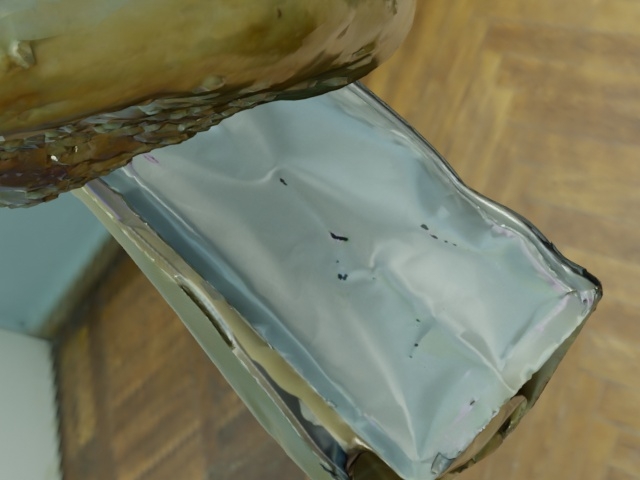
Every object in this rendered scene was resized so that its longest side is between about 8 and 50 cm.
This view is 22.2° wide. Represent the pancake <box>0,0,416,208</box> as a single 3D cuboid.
[{"bbox_3d":[-0.150,-0.044,0.576,0.387,0.387,0.082,-10,94,52],"label":"pancake"}]

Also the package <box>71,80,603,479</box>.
[{"bbox_3d":[-0.022,0.019,0.957,0.165,0.311,0.221,-42,-13,-21],"label":"package"}]
